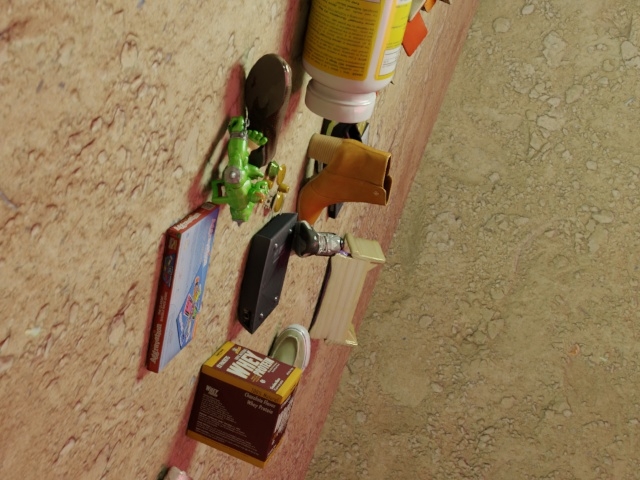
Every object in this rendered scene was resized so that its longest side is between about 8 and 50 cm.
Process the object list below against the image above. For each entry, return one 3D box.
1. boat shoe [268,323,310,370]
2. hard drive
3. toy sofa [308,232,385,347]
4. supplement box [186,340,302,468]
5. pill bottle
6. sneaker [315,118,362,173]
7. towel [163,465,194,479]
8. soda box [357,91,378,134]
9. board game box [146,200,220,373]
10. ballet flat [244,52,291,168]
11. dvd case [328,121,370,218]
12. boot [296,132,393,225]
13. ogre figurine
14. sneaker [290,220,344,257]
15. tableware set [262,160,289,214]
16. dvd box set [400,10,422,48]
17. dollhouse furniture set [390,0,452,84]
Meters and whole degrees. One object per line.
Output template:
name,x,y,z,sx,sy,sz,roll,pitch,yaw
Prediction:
boat shoe,-0.112,0.377,2.300,0.302,0.109,0.094,-70,166,16
hard drive,-0.122,0.069,1.867,0.172,0.054,0.254,-49,156,-58
toy sofa,0.076,0.166,2.750,0.150,0.177,0.362,-102,-155,-64
supplement box,-0.167,0.359,1.820,0.129,0.191,0.194,-43,151,-65
pill bottle,0.067,-0.407,1.593,0.188,0.188,0.333,-52,159,-55
sneaker,0.052,-0.232,2.027,0.234,0.097,0.084,99,17,-44
towel,-0.364,0.678,1.817,0.317,0.054,0.331,84,29,-66
soda box,0.105,-0.357,2.147,0.061,0.058,0.181,49,62,-77
board game box,-0.240,0.081,1.437,0.145,0.027,0.281,-45,153,-61
ballet flat,-0.090,-0.227,1.444,0.058,0.084,0.249,-39,156,-37
dvd case,0.083,-0.203,2.374,0.179,0.030,0.238,92,21,-55
boot,0.061,-0.114,1.993,0.104,0.211,0.295,-56,162,-45
ogre figurine,-0.138,-0.108,1.435,0.197,0.097,0.118,119,-18,-52
sneaker,0.000,0.000,1.934,0.229,0.132,0.086,-179,-88,-76
tableware set,-0.097,-0.114,1.760,0.154,0.024,0.104,30,77,-77
dvd box set,0.268,-0.744,2.220,0.307,0.062,0.420,93,21,-54
dollhouse furniture set,0.209,-0.529,1.992,0.262,0.135,0.259,-55,157,1
